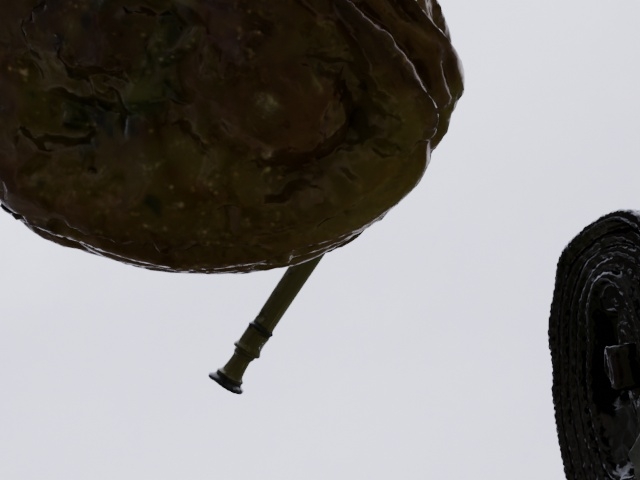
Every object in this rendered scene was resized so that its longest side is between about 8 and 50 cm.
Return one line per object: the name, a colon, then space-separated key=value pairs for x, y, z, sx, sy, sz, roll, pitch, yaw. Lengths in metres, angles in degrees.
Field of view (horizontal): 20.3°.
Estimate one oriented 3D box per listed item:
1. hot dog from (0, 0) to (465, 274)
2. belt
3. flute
hot dog: x=-0.073 y=-0.087 z=0.818 sx=0.272 sy=0.122 sz=0.196 roll=23 pitch=-63 yaw=23
belt: x=0.299 y=0.120 z=1.492 sx=0.164 sy=0.289 sz=0.184 roll=7 pitch=-16 yaw=-31
flute: x=0.000 y=0.000 z=1.171 sx=0.027 sy=0.027 sz=0.233 roll=31 pitch=-84 yaw=-23
